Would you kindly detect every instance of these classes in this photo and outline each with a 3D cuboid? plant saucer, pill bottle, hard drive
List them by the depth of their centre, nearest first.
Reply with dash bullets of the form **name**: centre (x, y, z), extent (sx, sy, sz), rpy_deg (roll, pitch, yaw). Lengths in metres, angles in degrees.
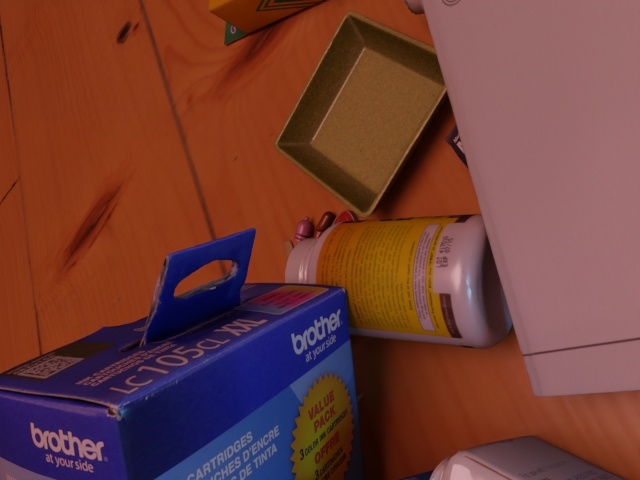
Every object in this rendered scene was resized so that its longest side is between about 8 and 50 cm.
- **hard drive**: centre (0.199, -0.081, 0.397), extent (0.233, 0.047, 0.354), rpy_deg (-28, 72, 54)
- **pill bottle**: centre (0.070, 0.037, 0.562), extent (0.214, 0.117, 0.118), rpy_deg (-1, 79, 40)
- **plant saucer**: centre (0.054, -0.144, 0.666), extent (0.188, 0.045, 0.189), rpy_deg (42, 108, 38)

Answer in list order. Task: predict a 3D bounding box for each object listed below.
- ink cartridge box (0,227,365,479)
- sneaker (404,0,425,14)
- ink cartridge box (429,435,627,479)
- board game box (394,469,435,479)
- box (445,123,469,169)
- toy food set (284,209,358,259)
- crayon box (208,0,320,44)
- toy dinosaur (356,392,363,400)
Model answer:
- **ink cartridge box**: centre (-0.087, 0.195, 0.471), extent (0.151, 0.270, 0.396), rpy_deg (-3, 100, 31)
- **sneaker**: centre (0.169, -0.340, 0.595), extent (0.092, 0.087, 0.229), rpy_deg (27, 105, 34)
- **ink cartridge box**: centre (0.230, 0.325, 0.332), extent (0.384, 0.160, 0.280), rpy_deg (18, 92, 40)
- **board game box**: centre (0.054, 0.276, 0.459), extent (0.047, 0.210, 0.160), rpy_deg (12, 89, 41)
- **box**: centre (0.236, -0.109, 0.435), extent (0.216, 0.060, 0.270), rpy_deg (60, 139, 33)
- **toy food set**: centre (0.000, 0.000, 0.695), extent (0.122, 0.019, 0.078), rpy_deg (-30, 62, 32)
- **crayon box**: centre (-0.045, -0.420, 0.789), extent (0.322, 0.083, 0.203), rpy_deg (-7, 75, 39)
- **toy dinosaur**: centre (-0.039, 0.214, 0.657), extent (0.183, 0.053, 0.093), rpy_deg (-14, 70, 38)
